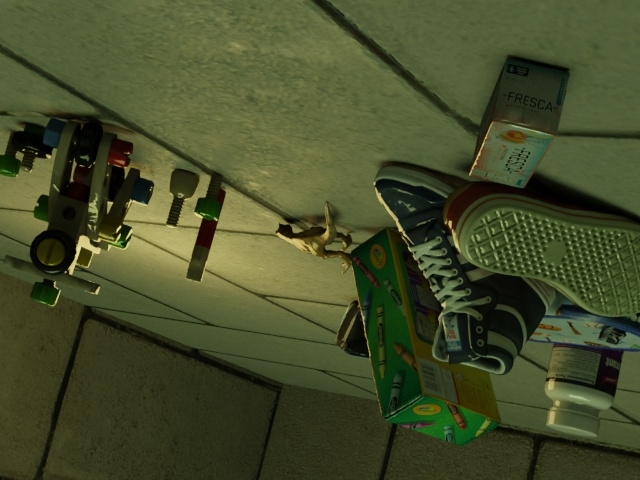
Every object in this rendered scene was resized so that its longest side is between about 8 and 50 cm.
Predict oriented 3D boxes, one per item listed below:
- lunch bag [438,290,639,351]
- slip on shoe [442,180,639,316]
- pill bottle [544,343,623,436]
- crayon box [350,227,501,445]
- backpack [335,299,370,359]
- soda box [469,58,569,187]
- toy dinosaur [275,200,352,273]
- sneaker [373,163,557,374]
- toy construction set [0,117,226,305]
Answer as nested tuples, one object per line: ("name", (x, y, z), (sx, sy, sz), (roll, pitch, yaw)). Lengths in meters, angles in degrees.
("lunch bag", (0.334, 0.084, 1.759), (0.303, 0.114, 0.243), (4, 167, 44))
("slip on shoe", (0.280, 0.003, 1.497), (0.331, 0.123, 0.101), (15, -159, -30))
("pill bottle", (0.408, 0.201, 2.000), (0.108, 0.193, 0.108), (14, 169, 3))
("crayon box", (0.146, 0.134, 1.818), (0.165, 0.278, 0.081), (24, 132, -39))
("backpack", (0.095, 0.172, 2.468), (0.114, 0.105, 0.084), (18, -170, -21))
("soda box", (0.179, -0.103, 1.183), (0.058, 0.063, 0.183), (13, 169, 2))
("toy dinosaur", (0.000, 0.000, 1.872), (0.112, 0.064, 0.211), (21, 166, -24))
("sneaker", (0.151, 0.044, 1.529), (0.282, 0.153, 0.099), (40, 155, -19))
("toy construction set", (-0.292, -0.008, 1.756), (0.309, 0.237, 0.257), (19, 167, -21))
